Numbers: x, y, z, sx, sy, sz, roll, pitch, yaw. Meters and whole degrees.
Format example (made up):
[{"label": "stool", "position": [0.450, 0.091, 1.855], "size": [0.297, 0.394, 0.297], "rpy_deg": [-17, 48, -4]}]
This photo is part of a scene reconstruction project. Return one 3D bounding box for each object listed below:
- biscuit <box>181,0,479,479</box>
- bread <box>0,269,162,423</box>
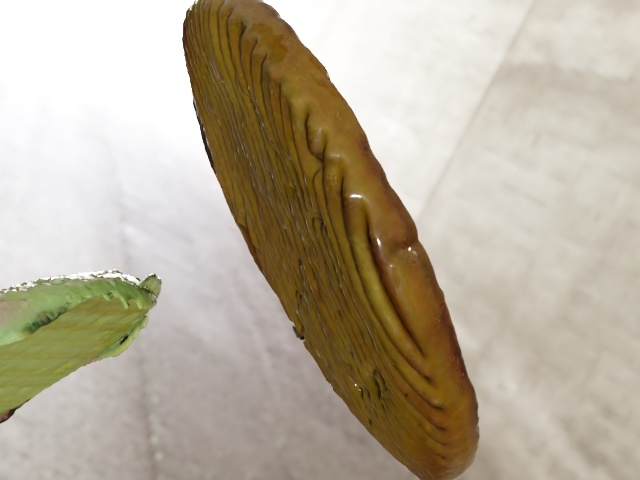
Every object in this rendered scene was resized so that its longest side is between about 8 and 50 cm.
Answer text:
[{"label": "biscuit", "position": [0.000, 0.000, 1.126], "size": [0.318, 0.040, 0.318], "rpy_deg": [58, -12, 20]}, {"label": "bread", "position": [-0.221, 0.084, 1.038], "size": [0.045, 0.301, 0.301], "rpy_deg": [63, 9, 7]}]
